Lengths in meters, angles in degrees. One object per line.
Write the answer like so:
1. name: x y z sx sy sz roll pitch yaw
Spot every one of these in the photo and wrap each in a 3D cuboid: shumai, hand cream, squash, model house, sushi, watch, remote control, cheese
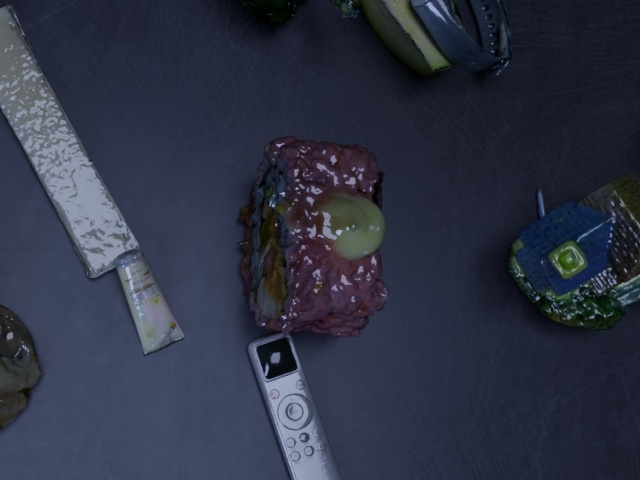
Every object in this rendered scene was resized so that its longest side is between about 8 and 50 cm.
1. shumai: -0.449 0.148 1.071 0.201 0.120 0.201 4 74 -14
2. hand cream: -0.236 0.082 1.173 0.061 0.039 0.143 -26 103 -20
3. squash: 0.139 -0.342 1.360 0.192 0.085 0.184 54 42 -6
4. model house: 0.389 0.023 1.237 0.214 0.189 0.195 -28 75 4
5. sushi: 0.000 0.000 1.161 0.171 0.236 0.270 7 72 -21
6. watch: 0.223 -0.363 1.345 0.193 0.068 0.206 35 49 -32
7. remote control: -0.030 0.254 1.197 0.067 0.029 0.261 -17 82 -17
8. cheese: -0.373 -0.138 1.197 0.085 0.034 0.400 -27 85 -18

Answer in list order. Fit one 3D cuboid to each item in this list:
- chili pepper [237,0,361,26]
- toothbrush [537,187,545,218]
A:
1. chili pepper: -0.051 -0.396 1.270 0.261 0.165 0.174 42 53 1
2. toothbrush: 0.351 0.012 1.356 0.019 0.013 0.193 -1 79 -6
